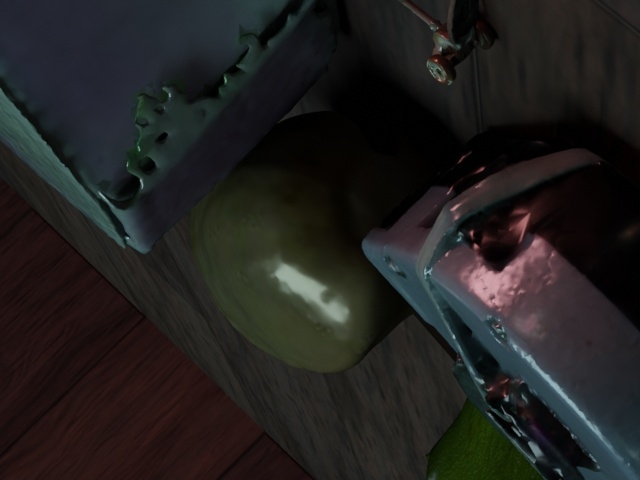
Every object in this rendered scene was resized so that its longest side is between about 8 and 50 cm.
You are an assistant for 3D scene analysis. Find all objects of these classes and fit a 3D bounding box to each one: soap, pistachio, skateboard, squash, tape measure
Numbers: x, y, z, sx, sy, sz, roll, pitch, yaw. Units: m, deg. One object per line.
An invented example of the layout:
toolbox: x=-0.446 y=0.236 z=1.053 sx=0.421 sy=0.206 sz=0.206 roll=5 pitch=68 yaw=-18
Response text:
soap: x=-0.197 y=-0.207 z=0.904 sx=0.446 sy=0.156 sz=0.261 roll=42 pitch=169 yaw=14
pistachio: x=0.000 y=0.000 z=0.974 sx=0.129 sy=0.131 sz=0.206 roll=17 pitch=174 yaw=-17
skateboard: x=0.029 y=-0.107 z=0.752 sx=0.083 sy=0.032 sz=0.064 roll=39 pitch=158 yaw=23
squash: x=0.105 y=0.102 z=1.033 sx=0.071 sy=0.080 sz=0.318 roll=3 pitch=156 yaw=-5
tape measure: x=0.110 y=0.043 z=0.789 sx=0.182 sy=0.107 sz=0.181 roll=49 pitch=176 yaw=-3

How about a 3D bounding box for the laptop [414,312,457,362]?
laptop: x=0.113 y=0.075 z=1.132 sx=0.207 sy=0.026 sz=0.154 roll=50 pitch=171 yaw=-17
